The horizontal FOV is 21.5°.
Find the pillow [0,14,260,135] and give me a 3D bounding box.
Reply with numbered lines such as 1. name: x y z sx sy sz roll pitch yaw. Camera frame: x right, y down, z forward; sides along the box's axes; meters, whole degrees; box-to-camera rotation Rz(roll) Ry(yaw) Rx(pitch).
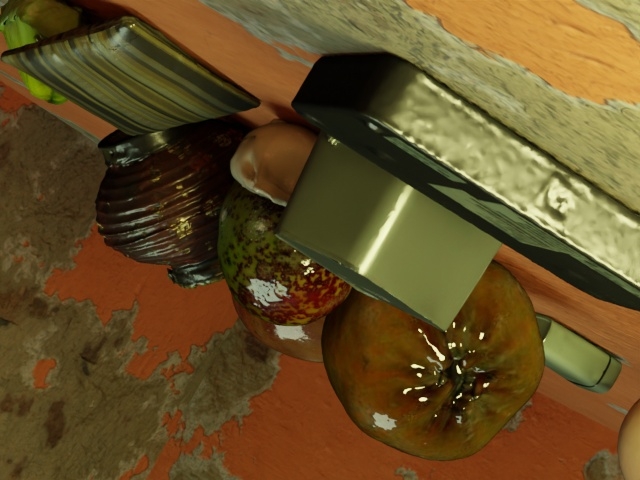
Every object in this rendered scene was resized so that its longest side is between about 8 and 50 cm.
1. pillow: -0.210 -0.178 1.856 0.212 0.052 0.208 -10 153 40

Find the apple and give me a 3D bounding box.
1. apple: -0.001 0.059 2.386 0.253 0.253 0.253 29 176 2

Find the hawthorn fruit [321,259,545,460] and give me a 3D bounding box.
1. hawthorn fruit: 0.127 0.127 2.128 0.267 0.268 0.301 31 -179 -20

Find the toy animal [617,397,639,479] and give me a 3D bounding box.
1. toy animal: 0.489 0.298 2.046 0.326 0.237 0.269 44 -173 34

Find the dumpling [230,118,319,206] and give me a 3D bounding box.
1. dumpling: -0.021 -0.075 1.849 0.150 0.092 0.176 30 179 -10

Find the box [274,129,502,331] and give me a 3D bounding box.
1. box: 0.071 -0.013 1.683 0.163 0.135 0.243 26 174 37

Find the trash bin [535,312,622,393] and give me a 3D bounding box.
1. trash bin: 0.345 0.159 2.391 0.130 0.059 0.116 32 173 -18

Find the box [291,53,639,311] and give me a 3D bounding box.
1. box: 0.150 -0.040 1.379 0.350 0.058 0.211 30 175 -18

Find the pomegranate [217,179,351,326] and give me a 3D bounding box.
1. pomegranate: 0.000 0.000 2.006 0.247 0.214 0.214 5 173 5

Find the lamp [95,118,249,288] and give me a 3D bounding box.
1. lamp: -0.173 -0.057 2.161 0.247 0.247 0.247 29 176 2

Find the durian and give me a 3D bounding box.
1. durian: -0.316 -0.233 1.987 0.139 0.101 0.250 63 170 -5
